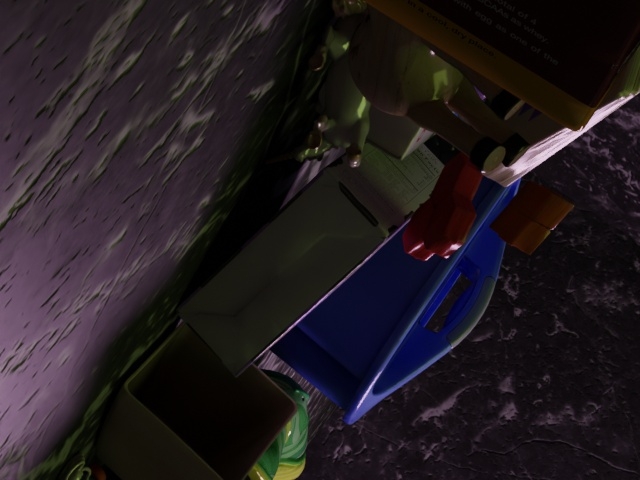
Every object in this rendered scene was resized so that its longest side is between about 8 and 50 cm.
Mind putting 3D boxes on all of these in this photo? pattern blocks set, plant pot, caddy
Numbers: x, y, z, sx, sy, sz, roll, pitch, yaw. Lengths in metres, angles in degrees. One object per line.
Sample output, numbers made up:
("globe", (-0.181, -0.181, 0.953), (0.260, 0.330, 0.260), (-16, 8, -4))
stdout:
("pattern blocks set", (0.168, -0.116, 1.074), (0.285, 0.026, 0.325), (-66, -164, -15))
("plant pot", (-0.103, 0.139, 1.246), (0.096, 0.109, 0.109), (-45, -178, 39))
("caddy", (0.092, 0.034, 1.769), (0.341, 0.179, 0.241), (-53, 171, -24))

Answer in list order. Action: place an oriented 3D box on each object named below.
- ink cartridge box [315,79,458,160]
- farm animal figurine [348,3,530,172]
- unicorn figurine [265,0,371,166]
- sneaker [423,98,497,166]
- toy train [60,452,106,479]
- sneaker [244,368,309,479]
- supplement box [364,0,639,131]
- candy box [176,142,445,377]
("ink cartridge box", (0.084, -0.151, 1.272), (0.140, 0.082, 0.190), (-59, 174, 20))
("farm animal figurine", (0.100, -0.213, 0.835), (0.330, 0.172, 0.327), (-50, 162, 9))
("unicorn figurine", (0.012, -0.093, 1.107), (0.111, 0.060, 0.162), (-69, -177, -70))
("sneaker", (0.150, -0.197, 1.525), (0.300, 0.111, 0.121), (-56, -168, -7))
("toy train", (-0.200, 0.237, 1.218), (0.166, 0.046, 0.125), (-55, 173, -9))
("sneaker", (-0.077, 0.195, 1.754), (0.295, 0.109, 0.124), (10, 90, -81))
("supplement box", (0.059, -0.172, 0.537), (0.129, 0.191, 0.194), (-54, 172, -24))
("candy box", (0.000, 0.000, 1.269), (0.165, 0.070, 0.196), (-43, 179, 23))
